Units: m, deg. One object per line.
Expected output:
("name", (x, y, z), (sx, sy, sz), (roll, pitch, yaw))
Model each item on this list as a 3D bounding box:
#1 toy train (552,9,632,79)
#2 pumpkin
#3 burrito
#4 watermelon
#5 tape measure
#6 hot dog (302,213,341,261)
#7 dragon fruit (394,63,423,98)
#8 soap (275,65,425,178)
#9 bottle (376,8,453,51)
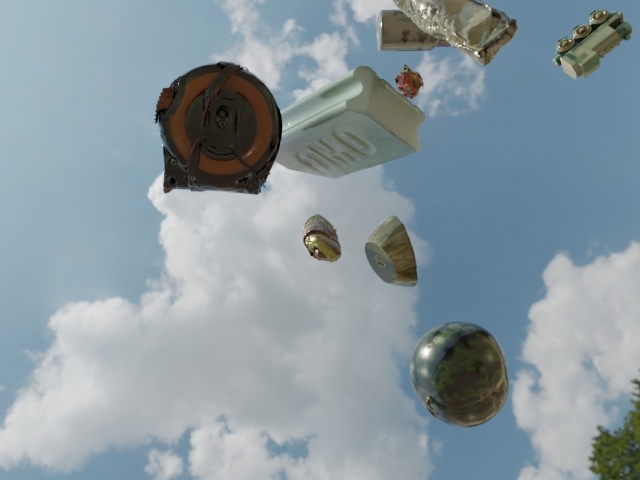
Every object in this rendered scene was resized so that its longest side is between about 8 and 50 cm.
("toy train", (0.730, -0.527, 1.288), (0.194, 0.125, 0.081), (-38, -39, 15))
("pumpkin", (0.191, 0.043, 1.370), (0.110, 0.217, 0.217), (-16, -69, -17))
("burrito", (0.168, -0.295, 0.633), (0.058, 0.229, 0.063), (-7, -48, -22))
("watermelon", (0.355, 0.337, 1.240), (0.269, 0.269, 0.268), (-8, -72, -25))
("tape measure", (-0.165, -0.182, 0.803), (0.203, 0.135, 0.222), (3, -77, -11))
("hot dog", (-0.001, 0.006, 1.478), (0.123, 0.261, 0.093), (41, -76, -16))
("dragon fruit", (0.280, -0.508, 1.534), (0.081, 0.086, 0.116), (-55, -45, -8))
("soap", (0.034, -0.206, 0.927), (0.173, 0.290, 0.095), (27, -113, -35))
("bottle", (0.277, -0.584, 1.336), (0.234, 0.110, 0.109), (-1, -73, 0))
